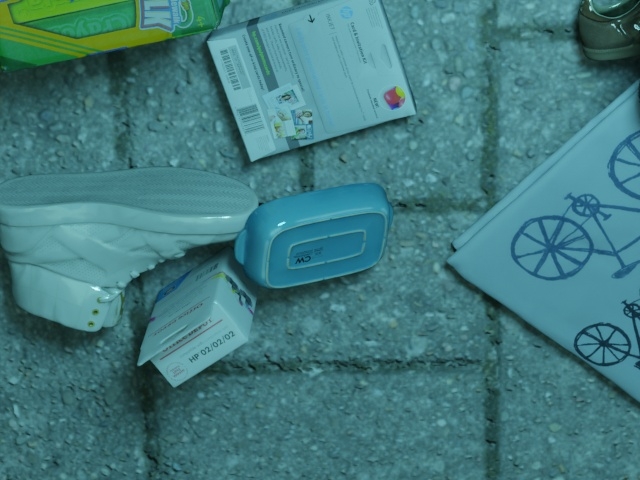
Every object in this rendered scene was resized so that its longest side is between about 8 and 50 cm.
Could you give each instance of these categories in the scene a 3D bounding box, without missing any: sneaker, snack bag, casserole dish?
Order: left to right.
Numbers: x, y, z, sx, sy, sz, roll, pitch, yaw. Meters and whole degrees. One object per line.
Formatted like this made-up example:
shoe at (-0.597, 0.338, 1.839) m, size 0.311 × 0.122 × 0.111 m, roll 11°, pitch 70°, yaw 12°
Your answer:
sneaker at (-0.206, 0.015, 1.857) m, size 0.293 × 0.108 × 0.169 m, roll 1°, pitch 120°, yaw 9°
casserole dish at (0.000, 0.000, 1.818) m, size 0.188 × 0.037 × 0.114 m, roll -11°, pitch 131°, yaw -21°
snack bag at (0.362, 0.022, 1.812) m, size 0.342 × 0.037 × 0.323 m, roll 36°, pitch 127°, yaw -12°
sneaker at (0.356, -0.234, 1.719) m, size 0.188 × 0.066 × 0.071 m, roll -12°, pitch 114°, yaw 9°

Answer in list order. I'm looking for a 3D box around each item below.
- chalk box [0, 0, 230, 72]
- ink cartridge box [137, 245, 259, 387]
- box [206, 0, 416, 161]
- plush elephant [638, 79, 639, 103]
chalk box at (-0.186, -0.300, 1.661) m, size 0.289 × 0.179 × 0.180 m, roll -11°, pitch 116°, yaw 9°
ink cartridge box at (-0.131, 0.089, 1.833) m, size 0.104 × 0.181 × 0.061 m, roll -33°, pitch 108°, yaw 17°
box at (-0.008, -0.177, 1.785) m, size 0.186 × 0.038 × 0.145 m, roll -16°, pitch 112°, yaw 11°
plush elephant at (0.448, -0.261, 1.564) m, size 0.255 × 0.272 × 0.330 m, roll -9°, pitch 95°, yaw -15°
